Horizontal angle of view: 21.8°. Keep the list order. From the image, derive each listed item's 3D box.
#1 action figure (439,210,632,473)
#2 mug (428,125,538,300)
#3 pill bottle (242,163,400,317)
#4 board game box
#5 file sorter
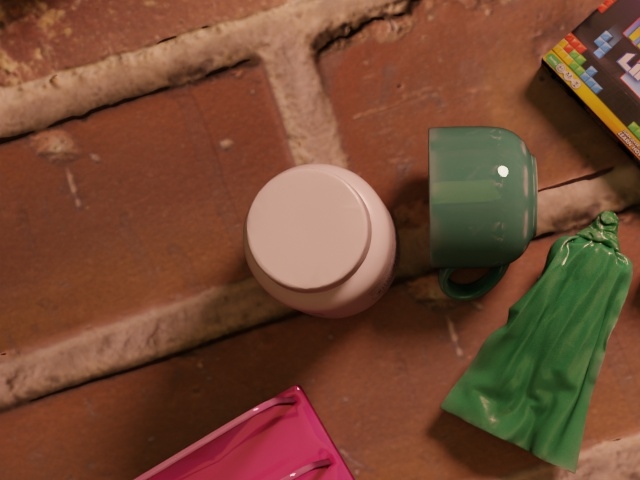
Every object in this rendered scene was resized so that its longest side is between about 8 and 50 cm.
[{"bbox_3d":[0.222,0.080,1.528,0.137,0.063,0.232,26,92,10],"label":"action figure"},{"bbox_3d":[0.148,-0.033,1.524,0.097,0.158,0.129,-1,61,4],"label":"mug"},{"bbox_3d":[0.000,0.000,1.476,0.131,0.229,0.131,-1,85,6],"label":"pill bottle"},{"bbox_3d":[0.313,-0.152,1.544,0.141,0.048,0.170,-43,82,3],"label":"board game box"},{"bbox_3d":[-0.044,0.305,1.480,0.202,0.182,0.290,-31,83,4],"label":"file sorter"}]
